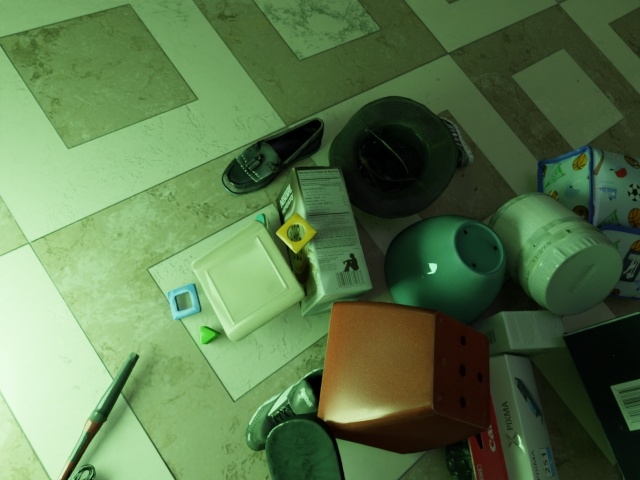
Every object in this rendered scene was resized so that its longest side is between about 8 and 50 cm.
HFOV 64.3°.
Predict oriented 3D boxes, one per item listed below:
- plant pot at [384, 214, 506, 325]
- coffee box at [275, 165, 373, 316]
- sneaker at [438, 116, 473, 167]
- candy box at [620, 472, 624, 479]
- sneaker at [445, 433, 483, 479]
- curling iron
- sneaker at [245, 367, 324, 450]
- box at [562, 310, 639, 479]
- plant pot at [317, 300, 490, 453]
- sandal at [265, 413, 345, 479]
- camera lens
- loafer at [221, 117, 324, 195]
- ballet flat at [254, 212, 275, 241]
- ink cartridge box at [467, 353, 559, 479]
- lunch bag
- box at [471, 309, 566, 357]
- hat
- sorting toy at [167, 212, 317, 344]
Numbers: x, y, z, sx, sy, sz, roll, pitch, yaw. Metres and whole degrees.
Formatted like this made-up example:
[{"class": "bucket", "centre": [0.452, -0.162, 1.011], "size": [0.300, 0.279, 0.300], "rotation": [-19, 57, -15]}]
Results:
[{"class": "plant pot", "centre": [0.325, 0.053, 1.218], "size": [0.290, 0.195, 0.290], "rotation": [7, 65, -16]}, {"class": "coffee box", "centre": [0.000, 0.000, 1.145], "size": [0.119, 0.168, 0.297], "rotation": [-6, 68, -22]}, {"class": "sneaker", "centre": [0.365, -0.276, 1.453], "size": [0.075, 0.063, 0.170], "rotation": [-28, 83, -34]}, {"class": "candy box", "centre": [0.824, 0.652, 1.196], "size": [0.159, 0.071, 0.233], "rotation": [1, 68, -19]}, {"class": "sneaker", "centre": [0.310, 0.402, 1.131], "size": [0.106, 0.101, 0.267], "rotation": [5, 66, -39]}, {"class": "curling iron", "centre": [-0.398, 0.337, 0.932], "size": [0.068, 0.035, 0.274], "rotation": [23, 62, -13]}, {"class": "sneaker", "centre": [-0.049, 0.327, 1.016], "size": [0.234, 0.106, 0.078], "rotation": [-32, 79, -28]}, {"class": "box", "centre": [0.744, 0.343, 1.169], "size": [0.312, 0.179, 0.343], "rotation": [7, 60, -53]}, {"class": "plant pot", "centre": [0.182, 0.265, 1.000], "size": [0.267, 0.236, 0.267], "rotation": [28, 58, -34]}, {"class": "sandal", "centre": [0.006, 0.535, 0.887], "size": [0.167, 0.107, 0.446], "rotation": [-23, 87, 11]}, {"class": "camera lens", "centre": [0.557, 0.024, 1.249], "size": [0.219, 0.219, 0.274], "rotation": [4, 29, -18]}, {"class": "loafer", "centre": [-0.112, -0.218, 1.243], "size": [0.302, 0.095, 0.109], "rotation": [-36, 82, -28]}, {"class": "ballet flat", "centre": [-0.129, 0.021, 1.165], "size": [0.052, 0.057, 0.168], "rotation": [22, 62, -41]}, {"class": "ink cartridge box", "centre": [0.409, 0.400, 1.107], "size": [0.261, 0.066, 0.296], "rotation": [17, 59, -43]}, {"class": "lunch bag", "centre": [0.798, -0.037, 1.410], "size": [0.328, 0.239, 0.385], "rotation": [8, 81, -16]}, {"class": "box", "centre": [0.480, 0.228, 1.231], "size": [0.170, 0.130, 0.091], "rotation": [2, 67, -20]}, {"class": "hat", "centre": [0.182, -0.195, 1.314], "size": [0.331, 0.134, 0.331], "rotation": [0, 75, -1]}, {"class": "sorting toy", "centre": [-0.148, 0.082, 1.060], "size": [0.347, 0.047, 0.196], "rotation": [-33, 75, 4]}]
